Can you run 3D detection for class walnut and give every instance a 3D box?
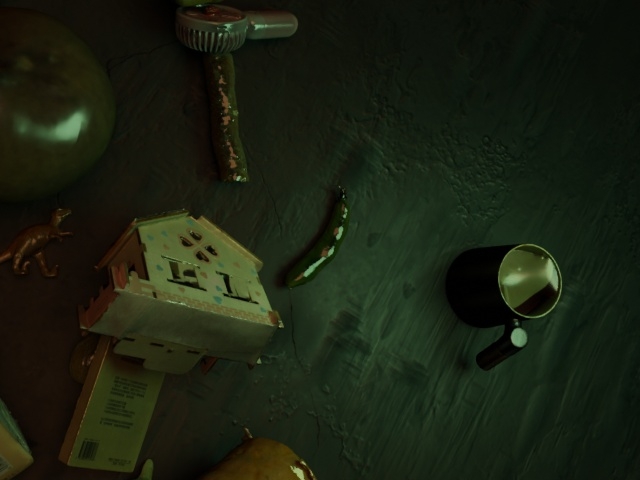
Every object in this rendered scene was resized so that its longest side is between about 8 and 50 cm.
[{"bbox_3d":[-0.373,0.200,1.261,0.092,0.092,0.092,3,81,-19],"label":"walnut"}]

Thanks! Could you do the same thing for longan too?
[{"bbox_3d":[-0.480,-0.204,1.168,0.319,0.319,0.318,3,81,-19],"label":"longan"}]

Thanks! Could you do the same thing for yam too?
[{"bbox_3d":[-0.177,-0.226,1.404,0.061,0.061,0.252,-6,85,-20],"label":"yam"}]

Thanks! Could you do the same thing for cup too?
[{"bbox_3d":[0.369,0.122,1.478,0.166,0.177,0.239,-11,86,-21],"label":"cup"}]

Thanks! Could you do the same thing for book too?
[{"bbox_3d":[-0.329,0.259,1.244,0.161,0.026,0.230,37,66,-56],"label":"book"}]

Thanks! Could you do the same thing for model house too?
[{"bbox_3d":[-0.242,0.072,1.246,0.326,0.169,0.244,18,36,-38],"label":"model house"}]

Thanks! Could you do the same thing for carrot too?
[{"bbox_3d":[-0.162,0.484,1.177,0.224,0.224,0.341,54,41,-5],"label":"carrot"}]

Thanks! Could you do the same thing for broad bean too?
[{"bbox_3d":[0.005,0.002,1.443,0.069,0.039,0.226,33,72,-19],"label":"broad bean"}]

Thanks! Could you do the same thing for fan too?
[{"bbox_3d":[-0.153,-0.404,1.413,0.244,0.130,0.074,-14,126,-33],"label":"fan"}]

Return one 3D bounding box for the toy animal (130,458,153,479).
[{"bbox_3d":[-0.307,0.437,1.257,0.098,0.137,0.098,-5,125,-8],"label":"toy animal"}]

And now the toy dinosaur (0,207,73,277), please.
[{"bbox_3d":[-0.501,0.002,1.272,0.162,0.039,0.126,1,72,-14],"label":"toy dinosaur"}]

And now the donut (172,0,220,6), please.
[{"bbox_3d":[-0.234,-0.516,1.326,0.128,0.261,0.208,-19,111,-10],"label":"donut"}]

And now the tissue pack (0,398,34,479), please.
[{"bbox_3d":[-0.626,0.299,1.106,0.306,0.238,0.238,-33,94,-20],"label":"tissue pack"}]
